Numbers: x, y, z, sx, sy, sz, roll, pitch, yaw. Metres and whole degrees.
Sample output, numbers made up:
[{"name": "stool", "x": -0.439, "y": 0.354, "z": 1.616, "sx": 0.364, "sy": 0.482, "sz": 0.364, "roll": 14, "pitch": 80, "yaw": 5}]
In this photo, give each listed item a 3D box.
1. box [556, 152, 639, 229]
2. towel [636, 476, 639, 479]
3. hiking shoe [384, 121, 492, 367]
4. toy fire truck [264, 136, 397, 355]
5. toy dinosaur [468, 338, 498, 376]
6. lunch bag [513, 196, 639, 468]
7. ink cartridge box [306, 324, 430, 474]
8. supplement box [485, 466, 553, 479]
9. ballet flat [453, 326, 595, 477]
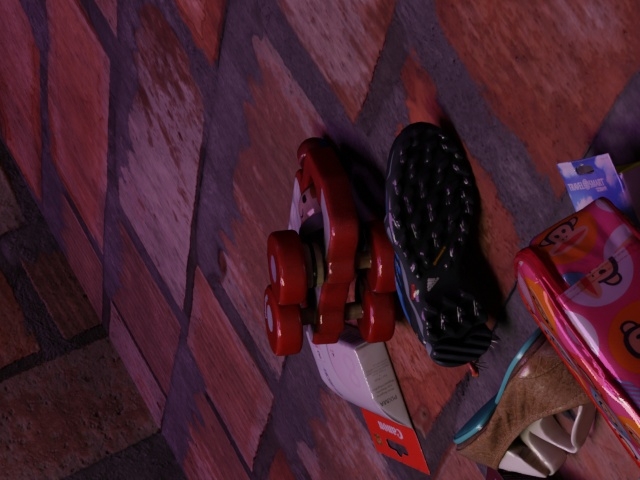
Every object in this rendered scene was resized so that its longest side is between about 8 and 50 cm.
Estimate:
[{"name": "box", "x": 0.303, "y": -0.005, "z": 1.594, "sx": 0.178, "sy": 0.042, "sz": 0.109, "roll": 67, "pitch": 159, "yaw": -5}, {"name": "towel", "x": 0.415, "y": 0.393, "z": 1.750, "sx": 0.312, "sy": 0.056, "sz": 0.324, "roll": 57, "pitch": 159, "yaw": 22}, {"name": "hiking shoe", "x": 0.120, "y": 0.001, "z": 1.956, "sx": 0.132, "sy": 0.113, "sz": 0.304, "roll": -143, "pitch": 42, "yaw": -66}, {"name": "toy fire truck", "x": 0.000, "y": 0.000, "z": 2.233, "sx": 0.302, "sy": 0.169, "sz": 0.254, "roll": 97, "pitch": 162, "yaw": -53}, {"name": "toy dinosaur", "x": 0.181, "y": 0.144, "z": 2.035, "sx": 0.082, "sy": 0.090, "sz": 0.047, "roll": -46, "pitch": -48, "yaw": -64}, {"name": "lunch bag", "x": 0.296, "y": 0.109, "z": 1.487, "sx": 0.293, "sy": 0.120, "sz": 0.258, "roll": 55, "pitch": 180, "yaw": 10}, {"name": "ink cartridge box", "x": 0.069, "y": 0.243, "z": 2.461, "sx": 0.189, "sy": 0.066, "sz": 0.232, "roll": 12, "pitch": 120, "yaw": 66}, {"name": "supplement box", "x": 0.265, "y": 0.377, "z": 1.963, "sx": 0.239, "sy": 0.073, "sz": 0.130, "roll": -126, "pitch": 41, "yaw": -62}, {"name": "ballet flat", "x": 0.252, "y": 0.209, "z": 1.913, "sx": 0.124, "sy": 0.116, "sz": 0.342, "roll": 41, "pitch": 151, "yaw": 10}]
